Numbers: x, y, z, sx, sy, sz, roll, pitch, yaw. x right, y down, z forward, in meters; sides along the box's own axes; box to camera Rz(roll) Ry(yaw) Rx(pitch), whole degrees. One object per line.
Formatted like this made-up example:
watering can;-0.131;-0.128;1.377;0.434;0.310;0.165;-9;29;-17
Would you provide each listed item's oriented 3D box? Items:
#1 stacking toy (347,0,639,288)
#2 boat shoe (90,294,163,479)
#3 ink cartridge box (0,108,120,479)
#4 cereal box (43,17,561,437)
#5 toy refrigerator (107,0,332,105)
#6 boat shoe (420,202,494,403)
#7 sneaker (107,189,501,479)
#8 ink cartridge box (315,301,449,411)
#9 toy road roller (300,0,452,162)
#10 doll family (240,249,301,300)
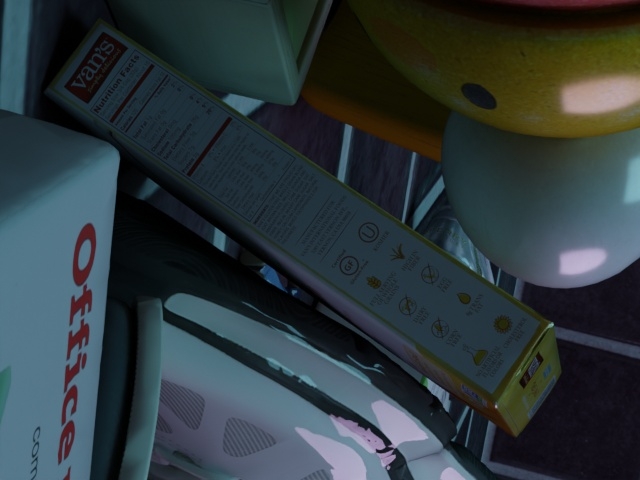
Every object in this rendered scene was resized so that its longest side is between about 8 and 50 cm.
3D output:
stacking toy;0.108;-0.159;0.658;0.350;0.351;0.480;-65;155;-43
boat shoe;-0.140;0.162;0.596;0.116;0.099;0.319;143;-35;-78
ink cartridge box;-0.160;0.089;0.400;0.278;0.117;0.201;-49;150;-66
cereal box;0.000;0.000;0.741;0.047;0.240;0.173;-55;165;-3
toy refrigerator;-0.013;-0.210;0.787;0.102;0.094;0.269;77;30;-64
boat shoe;0.146;0.083;1.758;0.320;0.118;0.103;72;37;-55
sneaker;-0.055;0.165;0.834;0.257;0.169;0.447;-54;145;-8
ink cartridge box;0.033;0.191;1.361;0.273;0.115;0.198;89;19;-47
toy road roller;0.106;-0.160;1.156;0.240;0.202;0.329;-62;160;-7
doll family;-0.034;0.096;1.056;0.193;0.076;0.111;-65;144;-26
